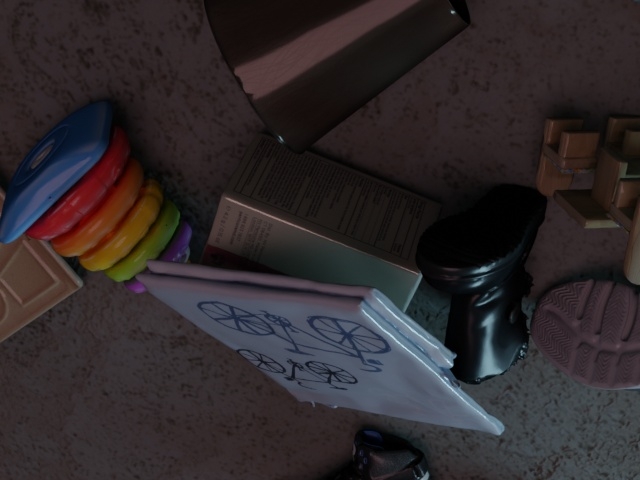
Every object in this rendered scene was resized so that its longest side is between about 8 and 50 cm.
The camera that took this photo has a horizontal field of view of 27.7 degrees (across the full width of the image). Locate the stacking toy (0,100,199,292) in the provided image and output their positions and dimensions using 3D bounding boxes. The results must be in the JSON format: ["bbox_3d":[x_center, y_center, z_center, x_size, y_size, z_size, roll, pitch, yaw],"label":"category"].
[{"bbox_3d":[-0.213,-0.003,1.515,0.175,0.166,0.302,-42,113,14],"label":"stacking toy"}]

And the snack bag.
[{"bbox_3d":[0.012,0.120,1.424,0.323,0.037,0.342,4,153,39],"label":"snack bag"}]

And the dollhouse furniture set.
[{"bbox_3d":[0.362,-0.016,1.341,0.242,0.212,0.161,-2,117,-17],"label":"dollhouse furniture set"}]

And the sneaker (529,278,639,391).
[{"bbox_3d":[0.400,0.140,1.452,0.321,0.180,0.125,16,80,38],"label":"sneaker"}]

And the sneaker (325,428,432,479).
[{"bbox_3d":[0.032,0.299,1.642,0.216,0.079,0.121,-10,110,8],"label":"sneaker"}]

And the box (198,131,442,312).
[{"bbox_3d":[0.000,0.000,1.450,0.232,0.149,0.127,22,126,1],"label":"box"}]

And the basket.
[{"bbox_3d":[0.026,-0.229,1.344,0.226,0.154,0.204,-27,105,18],"label":"basket"}]

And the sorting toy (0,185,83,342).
[{"bbox_3d":[-0.421,0.025,1.626,0.208,0.038,0.193,-31,106,28],"label":"sorting toy"}]

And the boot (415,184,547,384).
[{"bbox_3d":[0.170,0.070,1.406,0.094,0.246,0.207,17,116,24],"label":"boot"}]
